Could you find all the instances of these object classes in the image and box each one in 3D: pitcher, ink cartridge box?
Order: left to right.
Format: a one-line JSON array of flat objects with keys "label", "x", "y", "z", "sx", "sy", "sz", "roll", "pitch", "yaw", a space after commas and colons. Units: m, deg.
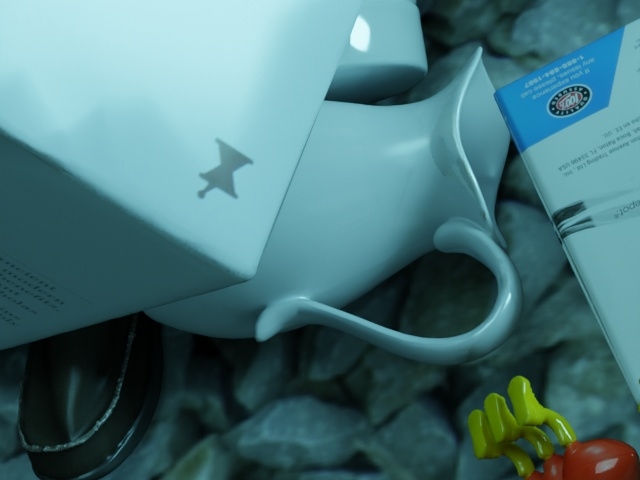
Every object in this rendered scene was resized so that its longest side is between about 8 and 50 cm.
[{"label": "pitcher", "x": 0.000, "y": 0.000, "z": 0.794, "sx": 0.207, "sy": 0.125, "sz": 0.177, "roll": -14, "pitch": 50, "yaw": 13}, {"label": "ink cartridge box", "x": 0.191, "y": -0.013, "z": 0.729, "sx": 0.148, "sy": 0.086, "sz": 0.203, "roll": -25, "pitch": 52, "yaw": 10}]

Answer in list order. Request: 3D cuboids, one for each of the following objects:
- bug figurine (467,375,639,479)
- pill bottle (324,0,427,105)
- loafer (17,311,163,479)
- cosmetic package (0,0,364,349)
[{"label": "bug figurine", "x": 0.140, "y": 0.171, "z": 0.595, "sx": 0.216, "sy": 0.072, "sz": 0.279, "roll": -45, "pitch": 40, "yaw": 46}, {"label": "pill bottle", "x": -0.030, "y": -0.236, "z": 0.874, "sx": 0.176, "sy": 0.176, "sz": 0.318, "roll": -13, "pitch": 83, "yaw": 20}, {"label": "loafer", "x": -0.136, "y": 0.033, "z": 0.872, "sx": 0.080, "sy": 0.078, "sz": 0.220, "roll": -9, "pitch": 56, "yaw": 22}, {"label": "cosmetic package", "x": -0.205, "y": -0.068, "z": 0.755, "sx": 0.453, "sy": 0.230, "sz": 0.161, "roll": -16, "pitch": 47, "yaw": 56}]
